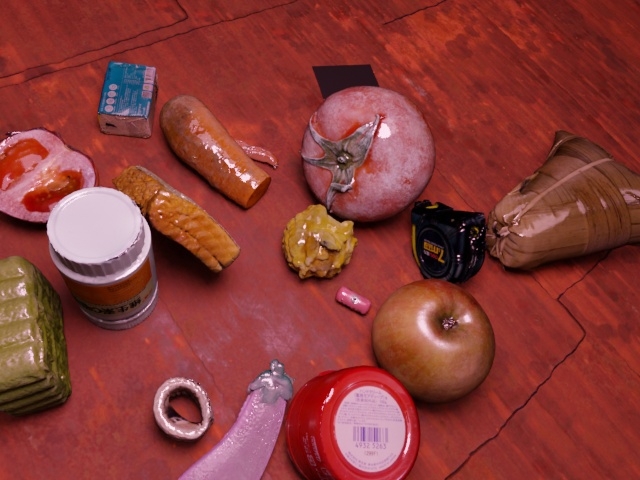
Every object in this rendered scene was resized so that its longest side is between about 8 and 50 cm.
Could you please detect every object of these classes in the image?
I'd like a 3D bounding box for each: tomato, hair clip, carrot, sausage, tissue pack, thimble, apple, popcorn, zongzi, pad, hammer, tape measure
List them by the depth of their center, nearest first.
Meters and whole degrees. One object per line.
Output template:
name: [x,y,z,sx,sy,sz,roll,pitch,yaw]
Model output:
hair clip: [-0.158,0.394,0.923,0.095,0.110,0.359,10,56,38]
thimble: [-0.254,0.315,0.925,0.115,0.090,0.102,30,60,4]
apple: [0.236,0.200,1.026,0.256,0.234,0.257,6,58,-10]
tomato: [-0.584,-0.117,1.057,0.228,0.112,0.199,40,69,7]
hammer: [0.074,0.135,1.127,0.083,0.043,0.043,30,60,1]
popcorn: [0.000,0.005,1.128,0.173,0.142,0.174,-1,50,1]
tomato: [0.108,-0.198,1.157,0.317,0.317,0.282,47,37,12]
tape measure: [0.296,0.010,1.168,0.112,0.199,0.186,-10,111,-26]
carrot: [-0.254,-0.210,1.172,0.302,0.139,0.138,43,61,7]
tissue pack: [-0.467,-0.343,1.218,0.119,0.082,0.169,4,63,-11]
sausage: [-0.178,-0.222,1.255,0.157,0.036,0.042,20,85,-4]
zongzi: [0.561,-0.126,1.355,0.499,0.218,0.467,-13,37,-5]
pad: [0.080,-0.468,1.465,0.190,0.004,0.127,-8,66,-18]

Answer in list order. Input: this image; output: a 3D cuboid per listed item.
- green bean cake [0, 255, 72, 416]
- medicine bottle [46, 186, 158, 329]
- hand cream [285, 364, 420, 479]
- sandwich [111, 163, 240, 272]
green bean cake: [-0.520,0.163,0.864,0.124,0.222,0.248,-17,65,-20]
medicine bottle: [-0.382,0.043,0.903,0.158,0.318,0.158,6,61,-12]
hand cream: [0.060,0.350,0.925,0.230,0.149,0.230,9,68,-24]
sandwich: [-0.281,-0.046,0.993,0.087,0.226,0.251,-48,39,-9]
